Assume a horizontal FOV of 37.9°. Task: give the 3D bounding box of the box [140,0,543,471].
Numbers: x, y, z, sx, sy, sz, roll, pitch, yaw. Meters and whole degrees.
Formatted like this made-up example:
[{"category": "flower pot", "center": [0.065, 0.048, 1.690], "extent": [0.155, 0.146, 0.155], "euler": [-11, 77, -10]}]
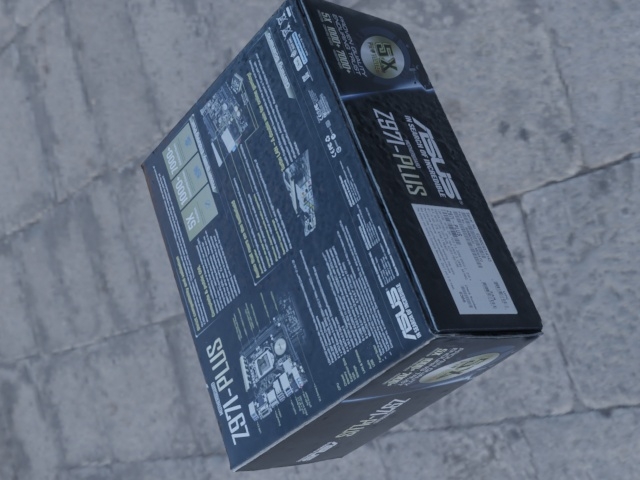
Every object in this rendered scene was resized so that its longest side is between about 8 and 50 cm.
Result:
[{"category": "box", "center": [0.000, 0.000, 0.457], "extent": [0.147, 0.077, 0.180], "euler": [-41, 59, 37]}]
